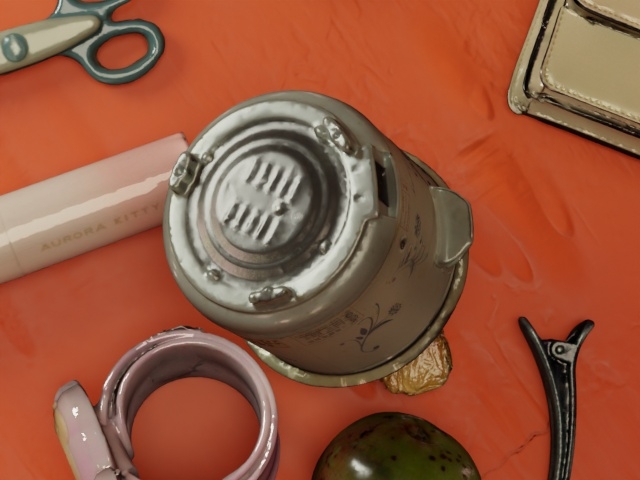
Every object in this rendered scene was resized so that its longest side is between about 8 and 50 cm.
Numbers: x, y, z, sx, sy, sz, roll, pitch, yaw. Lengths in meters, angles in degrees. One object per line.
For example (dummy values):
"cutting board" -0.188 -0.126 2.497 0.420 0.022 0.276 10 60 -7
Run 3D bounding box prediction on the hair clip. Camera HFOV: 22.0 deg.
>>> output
"hair clip" 0.250 0.221 1.769 0.083 0.048 0.275 2 88 -10

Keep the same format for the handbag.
"handbag" 0.411 -0.197 1.749 0.358 0.160 0.237 21 78 -5

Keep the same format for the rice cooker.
"rice cooker" 0.000 0.000 1.635 0.316 0.317 0.264 -6 69 -6

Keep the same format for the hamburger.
"hamburger" 0.100 0.127 1.757 0.083 0.044 0.076 -6 90 -4

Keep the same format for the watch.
"watch" -0.140 0.218 1.647 0.217 0.211 0.248 -21 66 -9

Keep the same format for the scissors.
"scissors" -0.311 -0.203 1.729 0.289 0.041 0.138 -19 97 -7

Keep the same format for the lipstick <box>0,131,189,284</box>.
"lipstick" -0.282 -0.018 1.701 0.327 0.087 0.087 -21 90 -7

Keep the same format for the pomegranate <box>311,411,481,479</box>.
"pomegranate" 0.068 0.291 1.693 0.181 0.181 0.224 20 105 -5
